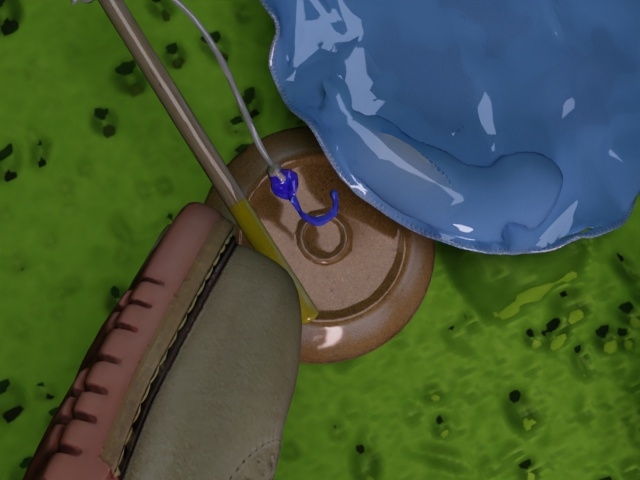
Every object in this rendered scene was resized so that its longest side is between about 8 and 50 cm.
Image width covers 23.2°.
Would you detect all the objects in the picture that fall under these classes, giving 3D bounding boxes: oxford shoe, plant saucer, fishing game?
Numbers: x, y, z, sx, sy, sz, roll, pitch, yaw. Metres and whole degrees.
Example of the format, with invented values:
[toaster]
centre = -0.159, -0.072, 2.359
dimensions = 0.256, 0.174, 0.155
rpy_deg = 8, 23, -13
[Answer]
[oxford shoe]
centre = -0.044, 0.184, 0.424
dimensions = 0.146, 0.140, 0.397
rpy_deg = 15, 70, -8
[plant saucer]
centre = 0.000, 0.000, 0.531
dimensions = 0.083, 0.015, 0.083
rpy_deg = 1, 81, -8
[fishing game]
centre = 0.062, -0.086, 0.544
dimensions = 0.264, 0.041, 0.189
rpy_deg = -38, 95, -19
